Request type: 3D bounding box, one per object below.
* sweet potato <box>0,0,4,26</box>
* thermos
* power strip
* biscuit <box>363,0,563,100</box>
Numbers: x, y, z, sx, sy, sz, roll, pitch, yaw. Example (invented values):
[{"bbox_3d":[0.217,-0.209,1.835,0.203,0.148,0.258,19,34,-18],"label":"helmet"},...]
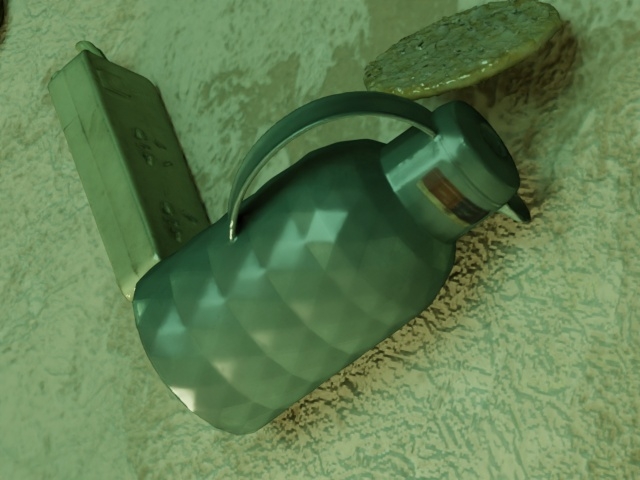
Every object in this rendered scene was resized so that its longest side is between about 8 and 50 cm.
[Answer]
[{"bbox_3d":[-0.321,-0.181,1.782,0.041,0.038,0.153,15,80,18],"label":"sweet potato"},{"bbox_3d":[0.000,0.000,1.370,0.286,0.182,0.145,-38,33,22],"label":"thermos"},{"bbox_3d":[-0.156,-0.065,1.570,0.053,0.093,0.288,-40,54,24],"label":"power strip"},{"bbox_3d":[0.101,-0.136,1.388,0.152,0.020,0.152,-21,22,9],"label":"biscuit"}]
